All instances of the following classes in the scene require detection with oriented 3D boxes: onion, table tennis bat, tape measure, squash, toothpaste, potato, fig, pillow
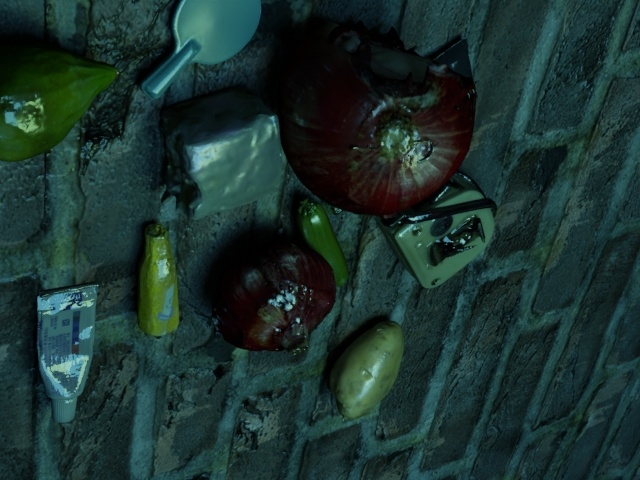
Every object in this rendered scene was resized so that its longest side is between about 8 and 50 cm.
[{"bbox_3d":[-0.080,0.118,2.072,0.252,0.219,0.252,-17,143,-13],"label":"onion"},{"bbox_3d":[-0.192,-0.319,1.735,0.244,0.040,0.153,-47,139,1],"label":"table tennis bat"},{"bbox_3d":[0.247,-0.044,2.255,0.231,0.133,0.271,-39,137,-2],"label":"tape measure"},{"bbox_3d":[0.000,0.000,2.143,0.069,0.069,0.258,-33,137,-10],"label":"squash"},{"bbox_3d":[-0.460,0.206,1.980,0.099,0.069,0.282,-37,141,-55],"label":"toothpaste"},{"bbox_3d":[0.098,0.285,2.443,0.161,0.128,0.234,-16,131,-49],"label":"potato"},{"bbox_3d":[-0.415,-0.214,1.575,0.233,0.167,0.167,-61,159,-45],"label":"fig"},{"bbox_3d":[0.201,-0.276,2.065,0.208,0.055,0.141,-29,132,-15],"label":"pillow"},{"bbox_3d":[0.093,-0.195,1.842,0.341,0.341,0.341,-21,136,-22],"label":"onion"}]

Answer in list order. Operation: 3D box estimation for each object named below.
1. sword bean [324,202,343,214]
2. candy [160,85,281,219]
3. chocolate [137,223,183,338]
[{"bbox_3d":[0.130,-0.115,2.154,0.269,0.038,0.043,-23,151,-22],"label":"sword bean"},{"bbox_3d":[-0.166,-0.142,1.836,0.195,0.137,0.184,-21,136,-25],"label":"candy"},{"bbox_3d":[-0.294,0.069,1.973,0.086,0.085,0.219,-18,131,-26],"label":"chocolate"}]
